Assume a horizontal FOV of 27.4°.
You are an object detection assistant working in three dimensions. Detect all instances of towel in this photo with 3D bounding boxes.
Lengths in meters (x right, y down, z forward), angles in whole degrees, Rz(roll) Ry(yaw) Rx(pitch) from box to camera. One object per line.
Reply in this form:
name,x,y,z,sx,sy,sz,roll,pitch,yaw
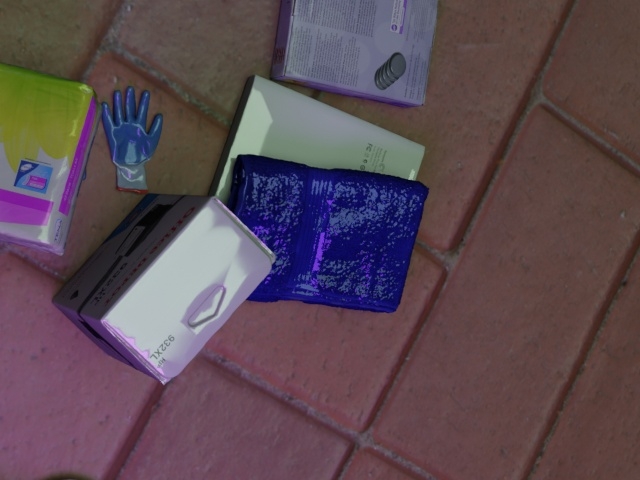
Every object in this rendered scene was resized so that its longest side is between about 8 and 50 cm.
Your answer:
towel,0.000,0.000,1.976,0.308,0.076,0.228,6,110,-19

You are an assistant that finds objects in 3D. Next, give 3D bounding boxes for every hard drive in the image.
hard drive,-0.002,-0.105,2.030,0.307,0.040,0.203,21,85,-22

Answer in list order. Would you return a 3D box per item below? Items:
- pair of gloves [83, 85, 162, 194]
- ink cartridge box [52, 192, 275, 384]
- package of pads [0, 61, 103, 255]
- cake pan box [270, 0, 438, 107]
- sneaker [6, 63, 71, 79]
pair of gloves,-0.325,-0.147,1.901,0.198,0.023,0.159,1,92,-24
ink cartridge box,-0.223,0.055,1.799,0.129,0.307,0.223,46,75,-18
package of pads,-0.452,-0.128,1.713,0.296,0.101,0.229,13,79,3
cake pan box,0.060,-0.356,2.030,0.245,0.070,0.267,7,90,-25
sneaker,-0.406,-0.113,1.811,0.151,0.094,0.256,6,88,-3
